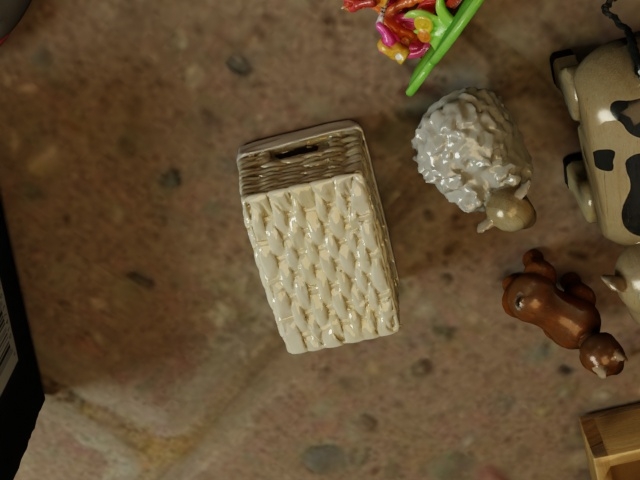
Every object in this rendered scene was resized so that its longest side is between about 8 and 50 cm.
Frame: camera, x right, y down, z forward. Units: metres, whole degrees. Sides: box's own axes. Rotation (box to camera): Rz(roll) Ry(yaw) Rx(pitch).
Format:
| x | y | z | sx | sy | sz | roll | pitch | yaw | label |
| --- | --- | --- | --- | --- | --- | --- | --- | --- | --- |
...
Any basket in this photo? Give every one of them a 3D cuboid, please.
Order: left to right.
| x | y | z | sx | sy | sz | roll | pitch | yaw | label |
| --- | --- | --- | --- | --- | --- | --- | --- | --- | --- |
| 0.000 | 0.000 | 0.840 | 0.113 | 0.103 | 0.167 | -13 | 115 | 5 | basket |

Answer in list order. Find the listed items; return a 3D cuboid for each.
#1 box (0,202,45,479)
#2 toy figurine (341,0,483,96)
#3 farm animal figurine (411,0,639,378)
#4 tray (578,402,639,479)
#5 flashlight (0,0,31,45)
| x | y | z | sx | sy | sz | roll | pitch | yaw | label |
| --- | --- | --- | --- | --- | --- | --- | --- | --- | --- |
| -0.469 | 0.082 | 0.824 | 0.396 | 0.212 | 0.293 | -3 | 118 | 2 | box |
| 0.049 | -0.215 | 0.747 | 0.159 | 0.130 | 0.173 | 35 | 137 | -2 | toy figurine |
| 0.281 | -0.028 | 0.787 | 0.330 | 0.172 | 0.326 | -27 | 114 | 13 | farm animal figurine |
| 0.405 | 0.337 | 1.030 | 0.203 | 0.076 | 0.410 | -14 | 117 | 7 | tray |
| -0.190 | -0.223 | 0.722 | 0.304 | 0.103 | 0.103 | -26 | 80 | 18 | flashlight |
